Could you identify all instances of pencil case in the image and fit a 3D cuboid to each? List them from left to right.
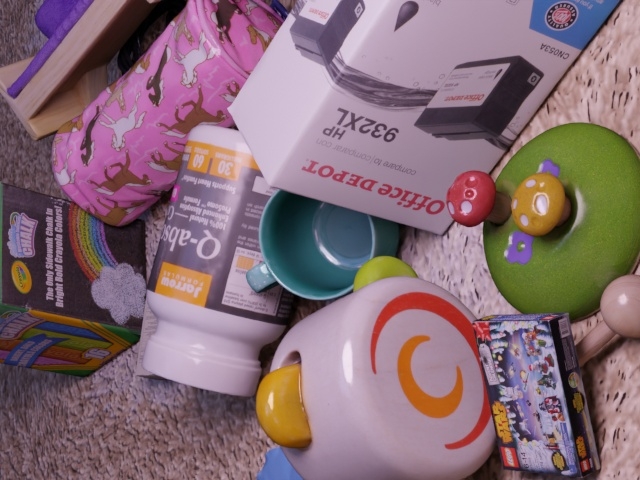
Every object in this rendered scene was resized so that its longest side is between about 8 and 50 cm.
[{"bbox_3d":[-0.193,-0.170,1.753,0.386,0.160,0.167,-38,19,41],"label":"pencil case"}]

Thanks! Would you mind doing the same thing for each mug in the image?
[{"bbox_3d":[0.004,-0.009,1.440,0.158,0.097,0.129,3,98,26],"label":"mug"}]

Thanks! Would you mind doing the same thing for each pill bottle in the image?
[{"bbox_3d":[-0.101,0.023,1.548,0.162,0.162,0.278,13,88,55],"label":"pill bottle"}]

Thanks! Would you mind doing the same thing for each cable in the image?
[{"bbox_3d":[-0.228,-0.269,1.933,0.150,0.047,0.184,-29,54,45],"label":"cable"}]

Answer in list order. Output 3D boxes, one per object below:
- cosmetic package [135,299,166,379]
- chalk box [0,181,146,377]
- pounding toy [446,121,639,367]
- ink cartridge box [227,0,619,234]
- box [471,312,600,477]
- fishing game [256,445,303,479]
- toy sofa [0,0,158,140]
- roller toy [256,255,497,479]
[{"bbox_3d":[-0.193,0.116,1.742,0.060,0.041,0.115,-7,72,52],"label":"cosmetic package"},{"bbox_3d":[-0.395,0.050,1.829,0.179,0.289,0.180,-34,51,43],"label":"chalk box"},{"bbox_3d":[0.187,-0.003,1.206,0.183,0.110,0.236,-39,48,40],"label":"pounding toy"},{"bbox_3d":[0.094,-0.175,1.300,0.307,0.223,0.129,-55,40,26],"label":"ink cartridge box"},{"bbox_3d":[0.182,0.130,1.186,0.094,0.027,0.137,-7,98,54],"label":"box"},{"bbox_3d":[-0.005,0.293,1.402,0.264,0.041,0.189,-45,61,49],"label":"fishing game"},{"bbox_3d":[-0.295,-0.302,1.801,0.177,0.150,0.362,55,135,3],"label":"toy sofa"},{"bbox_3d":[0.055,0.141,1.258,0.146,0.191,0.209,-30,17,47],"label":"roller toy"}]
